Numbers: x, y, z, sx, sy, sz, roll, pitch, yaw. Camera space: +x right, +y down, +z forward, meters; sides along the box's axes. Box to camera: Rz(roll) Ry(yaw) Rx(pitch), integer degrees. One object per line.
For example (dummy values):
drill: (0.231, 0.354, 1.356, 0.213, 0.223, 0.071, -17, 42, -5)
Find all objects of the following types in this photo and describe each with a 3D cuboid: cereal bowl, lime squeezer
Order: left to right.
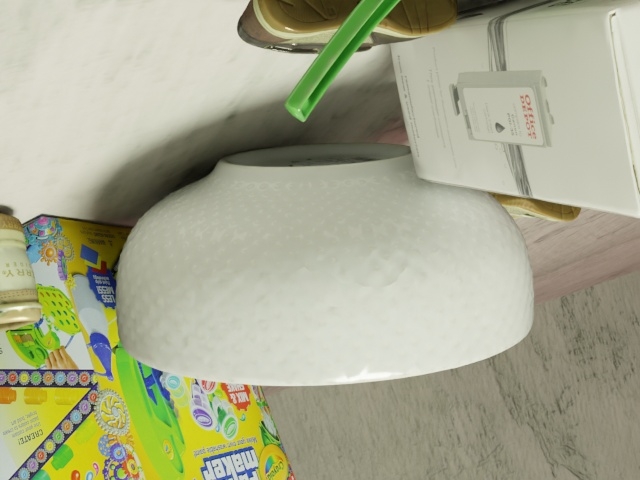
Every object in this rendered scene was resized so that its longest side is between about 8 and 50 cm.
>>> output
cereal bowl: (0.000, 0.000, 0.926, 0.338, 0.141, 0.339, -3, -169, 1)
lime squeezer: (0.113, -0.163, 0.600, 0.310, 0.110, 0.059, -21, 173, 3)

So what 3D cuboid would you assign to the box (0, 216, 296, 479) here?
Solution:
box: (-0.193, 0.148, 1.052, 0.177, 0.279, 0.290, -25, 168, 18)

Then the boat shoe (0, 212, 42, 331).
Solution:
boat shoe: (-0.349, 0.069, 0.880, 0.285, 0.089, 0.104, -23, 169, 12)

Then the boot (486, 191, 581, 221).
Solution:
boot: (0.135, -0.062, 1.161, 0.213, 0.077, 0.165, 19, 166, -35)

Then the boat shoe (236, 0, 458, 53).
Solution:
boat shoe: (0.017, -0.140, 0.693, 0.152, 0.056, 0.049, -7, 173, -38)

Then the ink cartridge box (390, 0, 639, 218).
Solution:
ink cartridge box: (0.198, -0.107, 0.735, 0.207, 0.117, 0.283, -17, -167, -17)
